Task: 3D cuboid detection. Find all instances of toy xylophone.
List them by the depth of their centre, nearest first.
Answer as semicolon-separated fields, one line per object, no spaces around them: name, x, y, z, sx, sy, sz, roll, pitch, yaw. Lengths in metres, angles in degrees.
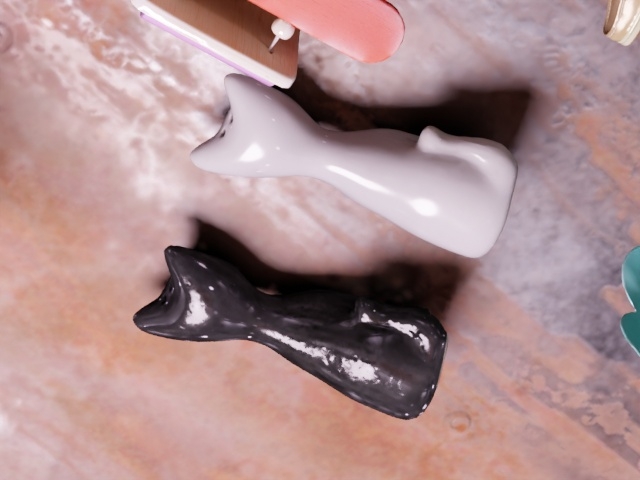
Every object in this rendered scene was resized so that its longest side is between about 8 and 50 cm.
toy xylophone;-0.016;-0.257;0.909;0.236;0.081;0.323;19;114;-17

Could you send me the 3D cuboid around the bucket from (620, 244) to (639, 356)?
bucket;0.360;0.044;1.026;0.281;0.281;0.183;-41;120;14

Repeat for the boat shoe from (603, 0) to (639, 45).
boat shoe;0.195;-0.193;0.996;0.045;0.050;0.135;7;107;-8

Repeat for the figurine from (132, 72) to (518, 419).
figurine;0.000;0.000;1.054;0.209;0.092;0.215;15;114;-11
